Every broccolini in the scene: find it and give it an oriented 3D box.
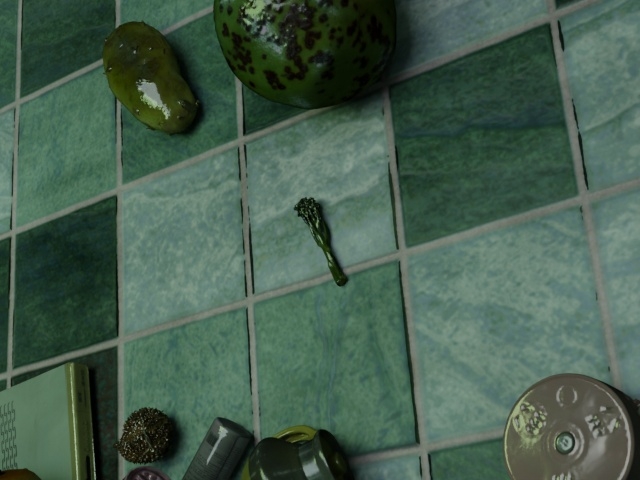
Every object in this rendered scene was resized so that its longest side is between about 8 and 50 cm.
[{"bbox_3d":[0.000,0.000,1.500,0.030,0.035,0.140,-38,57,25],"label":"broccolini"}]

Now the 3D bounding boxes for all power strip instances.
[{"bbox_3d":[0.277,0.219,1.194,0.154,0.078,0.154,-13,67,34],"label":"power strip"}]

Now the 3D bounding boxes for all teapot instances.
[{"bbox_3d":[-0.027,0.286,1.380,0.119,0.130,0.166,-26,28,10],"label":"teapot"}]

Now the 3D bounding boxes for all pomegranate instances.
[{"bbox_3d":[-0.011,-0.304,1.476,0.270,0.254,0.254,-32,56,48],"label":"pomegranate"}]

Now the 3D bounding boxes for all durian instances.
[{"bbox_3d":[-0.248,0.273,1.561,0.091,0.080,0.080,-13,66,10],"label":"durian"}]

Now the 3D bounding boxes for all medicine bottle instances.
[{"bbox_3d":[-0.162,0.334,1.491,0.057,0.057,0.199,30,94,39],"label":"medicine bottle"}]

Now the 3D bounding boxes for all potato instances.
[{"bbox_3d":[-0.268,-0.252,1.747,0.117,0.090,0.225,-41,62,11],"label":"potato"}]

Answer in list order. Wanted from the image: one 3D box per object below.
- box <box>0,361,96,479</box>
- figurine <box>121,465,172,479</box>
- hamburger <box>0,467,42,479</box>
[{"bbox_3d":[-0.420,0.339,1.687,0.210,0.045,0.270,-25,62,28],"label":"box"},{"bbox_3d":[-0.219,0.475,1.375,0.253,0.211,0.361,-36,64,4],"label":"figurine"},{"bbox_3d":[-0.470,0.394,1.532,0.237,0.237,0.147,-13,81,33],"label":"hamburger"}]
